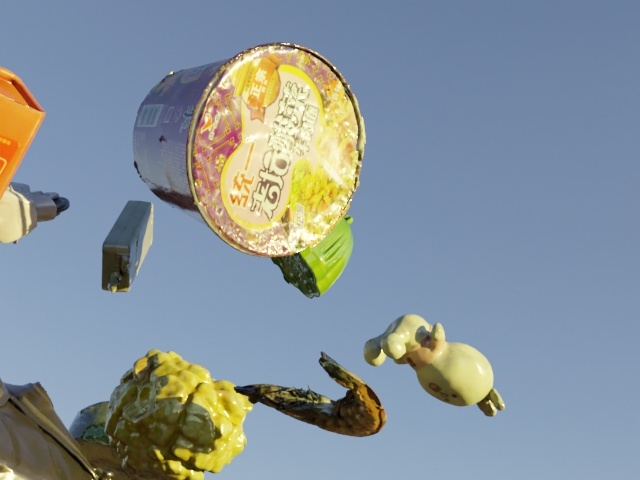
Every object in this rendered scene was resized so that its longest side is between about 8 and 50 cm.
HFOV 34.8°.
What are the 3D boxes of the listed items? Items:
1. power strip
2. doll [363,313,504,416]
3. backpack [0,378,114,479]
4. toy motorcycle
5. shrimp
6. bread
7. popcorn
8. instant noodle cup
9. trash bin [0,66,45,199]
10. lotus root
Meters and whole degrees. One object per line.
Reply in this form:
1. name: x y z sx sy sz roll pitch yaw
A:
1. power strip: -0.345 0.016 1.816 0.053 0.288 0.093 6 -69 0
2. doll: 0.219 0.220 1.864 0.275 0.113 0.155 28 -36 -8
3. backpack: -0.535 0.315 1.574 0.363 0.255 0.445 37 -5 -40
4. toy motorcycle: -0.549 -0.051 1.661 0.260 0.110 0.171 3 16 13
5. shrimp: -0.024 0.219 1.560 0.262 0.051 0.198 14 -40 19
6. bread: -0.472 0.523 2.428 0.382 0.129 0.366 -5 -47 27
7. popcorn: -0.255 0.323 1.827 0.257 0.224 0.270 19 -19 0
8. instant noodle cup: -0.134 -0.152 1.669 0.340 0.340 0.266 26 -9 -36
9. trash bin: -0.482 -0.122 1.331 0.161 0.184 0.239 24 -76 -47
10. lotus root: 0.000 0.000 2.046 0.186 0.186 0.186 5 -26 2
